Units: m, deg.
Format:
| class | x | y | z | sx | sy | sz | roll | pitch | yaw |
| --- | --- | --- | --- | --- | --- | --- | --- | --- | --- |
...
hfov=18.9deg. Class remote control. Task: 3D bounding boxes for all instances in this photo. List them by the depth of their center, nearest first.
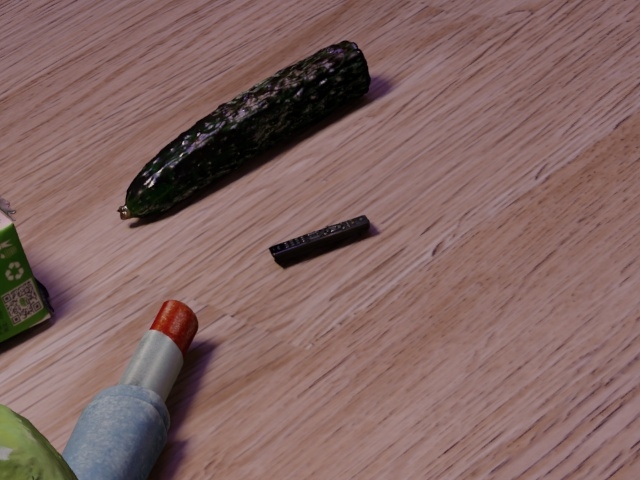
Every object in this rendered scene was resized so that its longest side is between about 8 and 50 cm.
| class | x | y | z | sx | sy | sz | roll | pitch | yaw |
| --- | --- | --- | --- | --- | --- | --- | --- | --- | --- |
| remote control | 0.000 | 0.000 | 1.683 | 0.091 | 0.016 | 0.034 | -19 | 13 | -3 |

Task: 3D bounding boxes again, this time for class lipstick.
| class | x | y | z | sx | sy | sz | roll | pitch | yaw |
| --- | --- | --- | --- | --- | --- | --- | --- | --- | --- |
| lipstick | -0.146 | 0.134 | 1.488 | 0.068 | 0.061 | 0.274 | -8 | 30 | 21 |

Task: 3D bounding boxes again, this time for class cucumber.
| class | x | y | z | sx | sy | sz | roll | pitch | yaw |
| --- | --- | --- | --- | --- | --- | --- | --- | --- | --- |
| cucumber | -0.078 | -0.106 | 1.862 | 0.293 | 0.067 | 0.067 | -32 | 32 | -22 |

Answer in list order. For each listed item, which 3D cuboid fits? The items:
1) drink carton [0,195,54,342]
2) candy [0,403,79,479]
| class | x | y | z | sx | sy | sz | roll | pitch | yaw |
| --- | --- | --- | --- | --- | --- | --- | --- | --- | --- |
| drink carton | -0.383 | 0.062 | 1.700 | 0.271 | 0.108 | 0.161 | -29 | 28 | -16 |
| candy | -0.313 | 0.244 | 1.274 | 0.343 | 0.132 | 0.142 | -35 | 9 | -8 |
